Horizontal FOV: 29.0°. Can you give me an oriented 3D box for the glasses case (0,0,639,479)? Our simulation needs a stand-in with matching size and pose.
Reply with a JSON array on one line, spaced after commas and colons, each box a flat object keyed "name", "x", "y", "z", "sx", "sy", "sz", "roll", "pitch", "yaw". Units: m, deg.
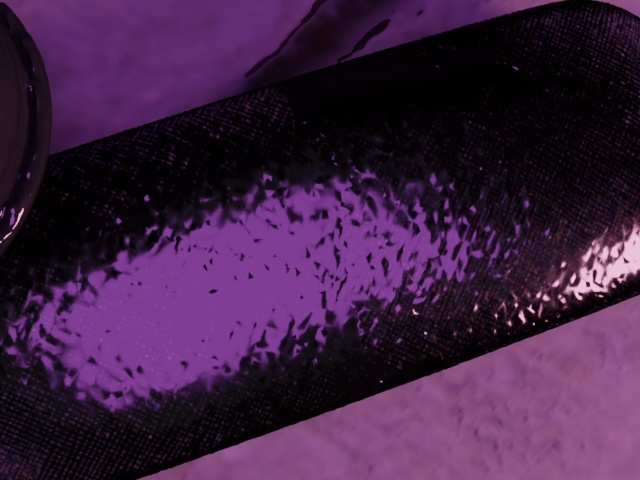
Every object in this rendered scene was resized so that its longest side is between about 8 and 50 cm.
[{"name": "glasses case", "x": 0.000, "y": 0.000, "z": 0.473, "sx": 0.321, "sy": 0.082, "sz": 0.122, "roll": -19, "pitch": 92, "yaw": -11}]

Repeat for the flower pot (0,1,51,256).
[{"name": "flower pot", "x": -0.177, "y": -0.050, "z": 0.395, "sx": 0.157, "sy": 0.107, "sz": 0.157, "roll": -3, "pitch": 67, "yaw": 8}]
